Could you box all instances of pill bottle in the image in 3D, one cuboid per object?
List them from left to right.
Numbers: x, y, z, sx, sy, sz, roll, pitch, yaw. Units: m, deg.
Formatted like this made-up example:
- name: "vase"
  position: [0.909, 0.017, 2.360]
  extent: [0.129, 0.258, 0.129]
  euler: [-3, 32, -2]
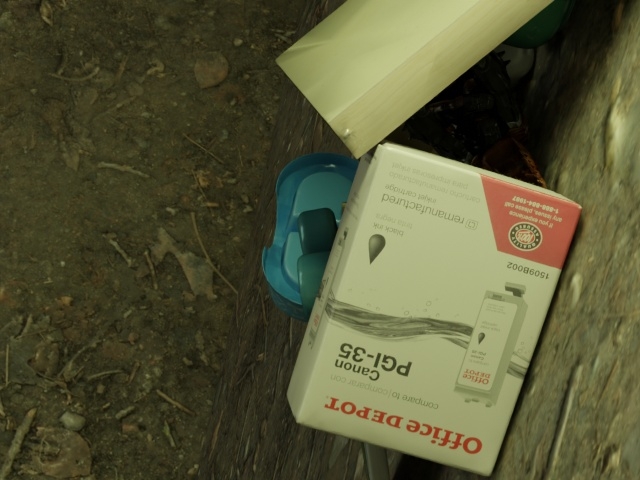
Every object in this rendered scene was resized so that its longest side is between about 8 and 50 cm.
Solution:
- name: "pill bottle"
  position: [0.194, -0.194, 1.939]
  extent: [0.137, 0.078, 0.078]
  euler: [123, 162, -60]

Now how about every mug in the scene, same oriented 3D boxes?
- name: "mug"
  position: [0.230, -0.288, 1.830]
  extent: [0.157, 0.097, 0.129]
  euler: [-84, 13, -51]

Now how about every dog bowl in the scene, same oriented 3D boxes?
- name: "dog bowl"
  position: [0.000, 0.000, 2.525]
  extent: [0.074, 0.166, 0.297]
  euler: [100, 180, -53]

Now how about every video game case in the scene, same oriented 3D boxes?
- name: "video game case"
  position: [0.060, 0.242, 1.850]
  extent: [0.193, 0.023, 0.212]
  euler: [-102, 4, -71]

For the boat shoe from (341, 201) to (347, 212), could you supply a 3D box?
- name: "boat shoe"
  position: [0.065, -0.030, 2.452]
  extent: [0.135, 0.050, 0.045]
  euler: [-157, 77, -67]

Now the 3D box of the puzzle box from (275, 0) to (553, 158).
- name: "puzzle box"
  position: [0.150, -0.260, 1.635]
  extent: [0.409, 0.052, 0.272]
  euler: [-38, 22, 3]

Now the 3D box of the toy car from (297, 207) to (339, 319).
- name: "toy car"
  position: [0.101, 0.083, 1.796]
  extent: [0.210, 0.219, 0.238]
  euler: [-92, -8, -63]

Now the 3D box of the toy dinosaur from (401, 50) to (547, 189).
- name: "toy dinosaur"
  position: [0.167, -0.143, 1.773]
  extent: [0.322, 0.218, 0.164]
  euler: [24, 71, 48]

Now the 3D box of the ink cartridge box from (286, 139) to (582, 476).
- name: "ink cartridge box"
  position: [0.108, 0.064, 1.587]
  extent: [0.117, 0.207, 0.283]
  euler: [-122, 49, -80]

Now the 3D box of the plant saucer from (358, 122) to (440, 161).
- name: "plant saucer"
  position: [0.115, -0.182, 1.982]
  extent: [0.278, 0.041, 0.277]
  euler: [-26, -57, -50]
